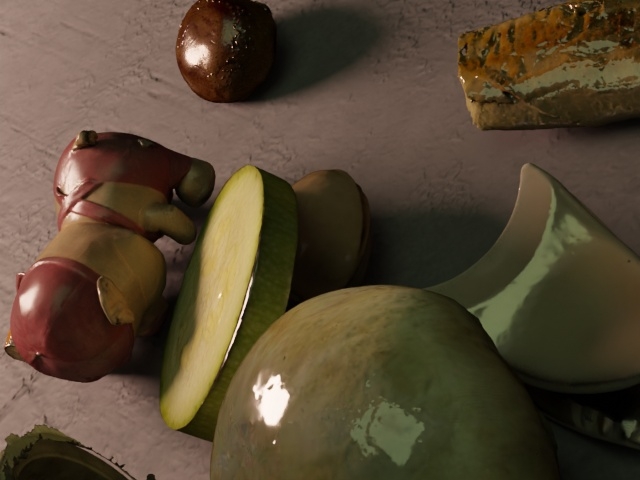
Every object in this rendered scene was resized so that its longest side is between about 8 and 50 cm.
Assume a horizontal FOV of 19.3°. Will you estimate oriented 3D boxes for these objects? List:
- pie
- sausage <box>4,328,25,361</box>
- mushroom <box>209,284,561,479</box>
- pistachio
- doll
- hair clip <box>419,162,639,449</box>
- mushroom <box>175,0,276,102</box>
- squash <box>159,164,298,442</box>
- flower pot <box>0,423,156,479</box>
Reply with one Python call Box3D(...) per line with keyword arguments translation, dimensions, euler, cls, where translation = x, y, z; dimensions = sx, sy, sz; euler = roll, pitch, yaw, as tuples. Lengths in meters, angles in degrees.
Box3D(translation=(0.268, -0.167, 1.735), dimensions=(0.282, 0.068, 0.129), euler=(-9, 61, 19), cls="pie")
Box3D(translation=(-0.293, 0.069, 1.912), dimensions=(0.031, 0.031, 0.107), euler=(-3, 58, 27), cls="sausage")
Box3D(translation=(0.057, 0.200, 1.476), dimensions=(0.352, 0.260, 0.352), euler=(0, 90, 62), cls="mushroom")
Box3D(translation=(0.000, 0.000, 1.746), dimensions=(0.113, 0.113, 0.149), euler=(-4, 55, 27), cls="pistachio")
Box3D(translation=(-0.210, 0.023, 1.822), dimensions=(0.152, 0.196, 0.256), euler=(20, 60, -3), cls="doll")
Box3D(translation=(0.230, 0.074, 1.579), dimensions=(0.172, 0.113, 0.282), euler=(-48, 44, -8), cls="hair clip")
Box3D(translation=(-0.097, -0.200, 1.963), dimensions=(0.127, 0.087, 0.127), euler=(-15, 68, 41), cls="mushroom")
Box3D(translation=(-0.079, 0.055, 1.690), dimensions=(0.252, 0.049, 0.252), euler=(-162, 90, -74), cls="squash")
Box3D(translation=(-0.242, 0.341, 1.578), dimensions=(0.259, 0.290, 0.290), euler=(-42, 48, 15), cls="flower pot")
